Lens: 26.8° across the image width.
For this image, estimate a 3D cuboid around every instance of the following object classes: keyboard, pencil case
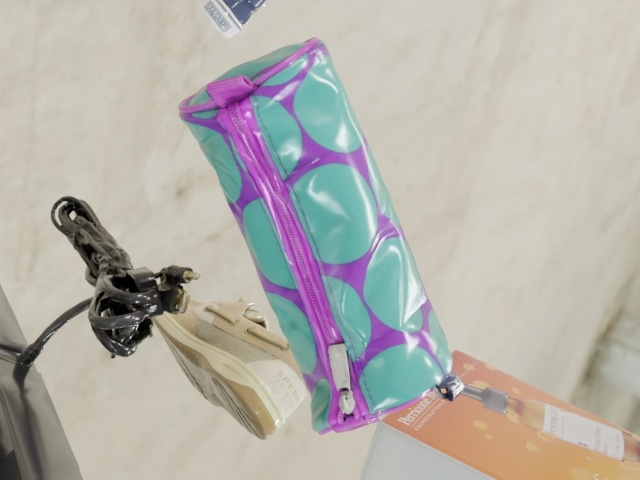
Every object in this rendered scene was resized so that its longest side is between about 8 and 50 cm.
[{"bbox_3d":[-0.147,0.062,0.578,0.201,0.317,0.033,-48,116,-2],"label":"keyboard"},{"bbox_3d":[0.000,0.000,0.529,0.151,0.064,0.070,67,23,-12],"label":"pencil case"}]

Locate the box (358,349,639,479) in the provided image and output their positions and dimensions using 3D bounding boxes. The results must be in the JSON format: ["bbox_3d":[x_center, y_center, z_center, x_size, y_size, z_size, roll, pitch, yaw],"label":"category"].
[{"bbox_3d":[0.121,0.158,0.811,0.130,0.170,0.091,-32,143,-59],"label":"box"}]

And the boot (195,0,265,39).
[{"bbox_3d":[-0.075,-0.239,1.230,0.086,0.190,0.069,-38,115,3],"label":"boot"}]

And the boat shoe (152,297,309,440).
[{"bbox_3d":[-0.095,0.117,1.454,0.098,0.302,0.109,-36,117,-15],"label":"boat shoe"}]
